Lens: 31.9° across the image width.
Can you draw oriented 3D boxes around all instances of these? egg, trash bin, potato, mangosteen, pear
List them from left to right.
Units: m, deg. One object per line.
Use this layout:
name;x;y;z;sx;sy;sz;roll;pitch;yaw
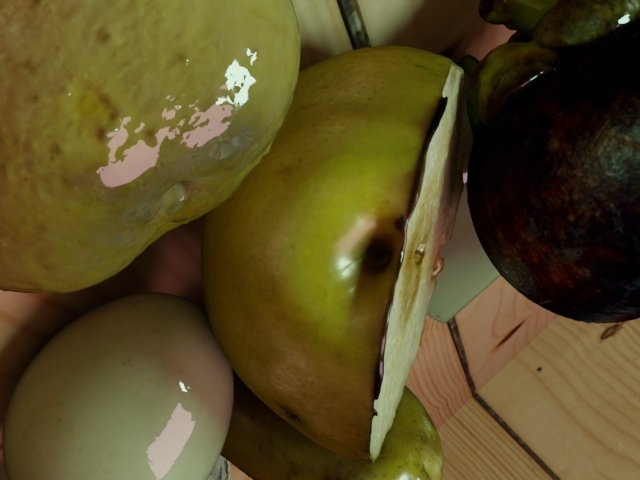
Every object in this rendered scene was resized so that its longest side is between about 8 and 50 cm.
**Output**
potato;-0.128;-0.088;0.572;0.285;0.242;0.242;-40;160;-2
egg;-0.174;0.154;0.989;0.254;0.188;0.188;-52;159;27
potato;-0.017;0.167;1.124;0.195;0.369;0.176;29;90;-43
pear;0.000;0.000;0.935;0.386;0.191;0.340;29;73;-78
trash bin;0.154;-0.048;1.243;0.247;0.121;0.243;-45;132;13
mangosteen;0.282;-0.082;1.017;0.330;0.330;0.330;-38;159;-17

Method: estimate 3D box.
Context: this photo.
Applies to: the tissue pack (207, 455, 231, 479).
tissue pack;-0.233;0.382;1.209;0.390;0.195;0.375;-47;-173;1
